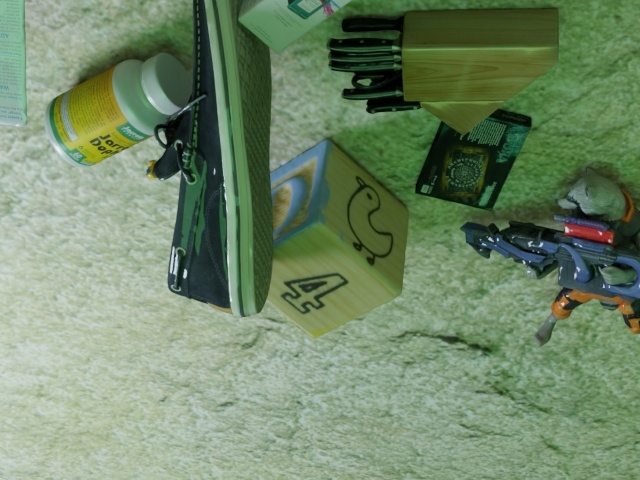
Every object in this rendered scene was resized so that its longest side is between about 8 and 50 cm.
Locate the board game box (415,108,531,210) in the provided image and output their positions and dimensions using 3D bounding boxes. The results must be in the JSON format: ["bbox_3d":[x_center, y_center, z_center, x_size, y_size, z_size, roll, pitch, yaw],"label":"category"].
[{"bbox_3d":[0.229,-0.127,2.024,0.126,0.026,0.186,14,136,-6],"label":"board game box"}]

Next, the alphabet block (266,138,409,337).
[{"bbox_3d":[0.000,0.000,2.076,0.193,0.192,0.197,-28,127,34],"label":"alphabet block"}]

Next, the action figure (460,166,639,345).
[{"bbox_3d":[0.404,0.027,2.109,0.341,0.178,0.330,20,136,28],"label":"action figure"}]

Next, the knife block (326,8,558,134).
[{"bbox_3d":[0.157,-0.267,1.842,0.242,0.088,0.275,32,132,-24],"label":"knife block"}]

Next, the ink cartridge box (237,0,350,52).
[{"bbox_3d":[0.006,-0.359,1.735,0.231,0.134,0.078,-31,124,33],"label":"ink cartridge box"}]

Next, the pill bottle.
[{"bbox_3d":[-0.292,-0.194,1.967,0.208,0.117,0.117,-22,129,28],"label":"pill bottle"}]

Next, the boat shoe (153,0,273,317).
[{"bbox_3d":[-0.154,-0.130,1.860,0.156,0.187,0.500,5,112,12],"label":"boat shoe"}]

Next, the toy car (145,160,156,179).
[{"bbox_3d":[-0.264,-0.143,2.073,0.060,0.040,0.122,-14,132,22],"label":"toy car"}]

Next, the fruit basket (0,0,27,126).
[{"bbox_3d":[-0.546,-0.334,1.777,0.327,0.165,0.353,6,122,2],"label":"fruit basket"}]
